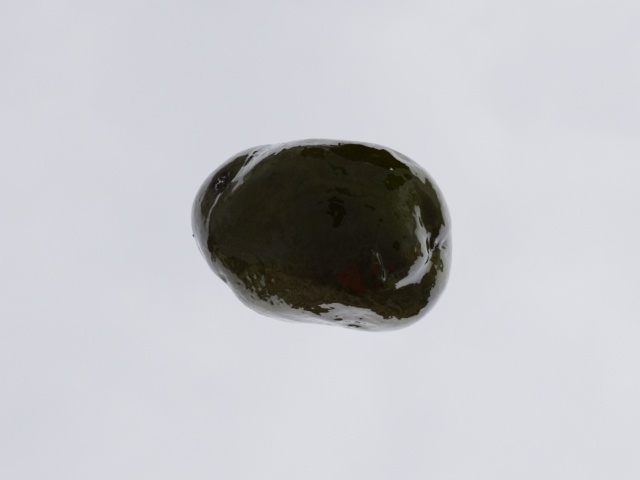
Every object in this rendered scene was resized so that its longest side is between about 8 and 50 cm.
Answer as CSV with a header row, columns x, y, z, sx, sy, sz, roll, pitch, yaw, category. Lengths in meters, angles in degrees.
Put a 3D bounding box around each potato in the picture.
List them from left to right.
x,y,z,sx,sy,sz,roll,pitch,yaw,category
0.002,-0.004,1.345,0.200,0.155,0.137,3,-97,39,potato
